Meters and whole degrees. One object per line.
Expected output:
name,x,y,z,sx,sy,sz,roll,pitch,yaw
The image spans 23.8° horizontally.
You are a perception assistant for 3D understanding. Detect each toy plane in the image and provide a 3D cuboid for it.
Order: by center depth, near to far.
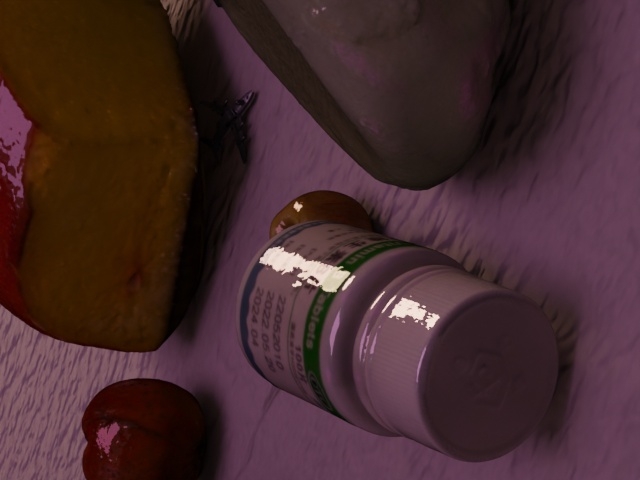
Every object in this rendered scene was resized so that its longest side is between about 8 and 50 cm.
toy plane,-0.084,-0.108,1.402,0.078,0.024,0.084,54,134,21

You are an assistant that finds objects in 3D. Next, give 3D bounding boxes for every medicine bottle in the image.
medicine bottle,0.048,0.068,1.065,0.237,0.139,0.139,19,103,59

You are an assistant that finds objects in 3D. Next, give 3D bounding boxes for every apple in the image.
apple,0.000,0.000,1.211,0.084,0.071,0.084,-7,81,56

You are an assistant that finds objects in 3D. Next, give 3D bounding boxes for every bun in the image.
bun,0.038,-0.185,1.053,0.187,0.293,0.293,-40,41,-1

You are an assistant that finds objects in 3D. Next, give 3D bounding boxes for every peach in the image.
peach,-0.249,-0.081,1.452,0.306,0.242,0.380,-59,44,53

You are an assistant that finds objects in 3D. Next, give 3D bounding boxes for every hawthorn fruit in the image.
hawthorn fruit,-0.165,0.189,1.416,0.128,0.128,0.128,-9,80,58
